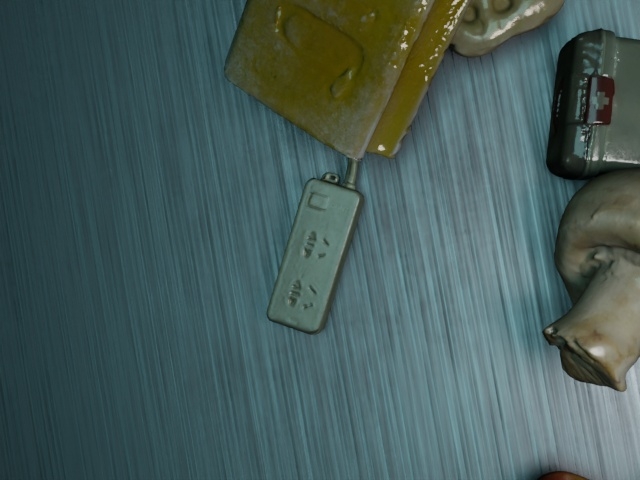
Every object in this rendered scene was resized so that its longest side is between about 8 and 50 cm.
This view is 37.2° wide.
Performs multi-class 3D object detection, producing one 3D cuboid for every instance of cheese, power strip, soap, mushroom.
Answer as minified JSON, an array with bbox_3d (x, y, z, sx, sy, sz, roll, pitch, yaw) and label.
[{"bbox_3d":[0.244,-0.378,1.406,0.235,0.117,0.218,27,98,14],"label":"cheese"},{"bbox_3d":[0.000,0.000,1.489,0.093,0.053,0.288,17,94,12],"label":"power strip"},{"bbox_3d":[0.041,-0.323,1.371,0.293,0.156,0.335,35,115,22],"label":"soap"},{"bbox_3d":[0.427,0.061,1.260,0.297,0.297,0.290,40,63,9],"label":"mushroom"}]

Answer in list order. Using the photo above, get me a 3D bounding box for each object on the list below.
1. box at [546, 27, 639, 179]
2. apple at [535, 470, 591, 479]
[{"bbox_3d":[0.404,-0.188,1.361,0.129,0.148,0.210,6,91,0],"label":"box"},{"bbox_3d":[0.362,0.434,1.356,0.199,0.199,0.199,0,90,12],"label":"apple"}]
